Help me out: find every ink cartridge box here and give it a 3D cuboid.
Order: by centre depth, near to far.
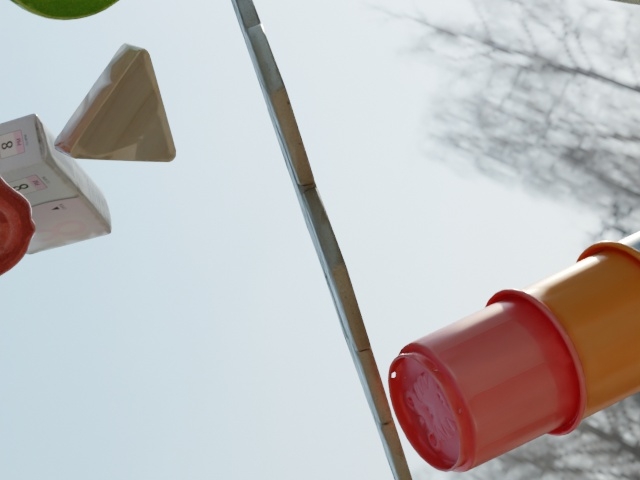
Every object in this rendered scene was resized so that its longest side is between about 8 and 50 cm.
[{"bbox_3d":[-0.331,-0.029,1.171,0.232,0.066,0.189,-19,-20,2],"label":"ink cartridge box"}]

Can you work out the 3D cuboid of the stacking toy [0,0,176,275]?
[{"bbox_3d":[-0.240,-0.136,0.775,0.279,0.130,0.309,-25,-55,-36],"label":"stacking toy"}]

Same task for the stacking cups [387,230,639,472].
[{"bbox_3d":[0.180,0.022,0.634,0.316,0.096,0.096,-20,-44,-28],"label":"stacking cups"}]

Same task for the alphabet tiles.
[{"bbox_3d":[0.000,0.000,0.726,0.011,0.285,0.343,-18,-47,-1],"label":"alphabet tiles"}]

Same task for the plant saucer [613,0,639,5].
[{"bbox_3d":[0.184,-0.224,0.604,0.400,0.400,0.101,31,-113,-67],"label":"plant saucer"}]
